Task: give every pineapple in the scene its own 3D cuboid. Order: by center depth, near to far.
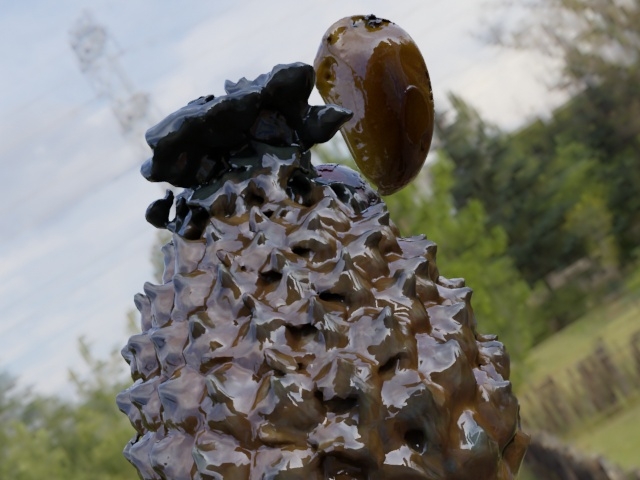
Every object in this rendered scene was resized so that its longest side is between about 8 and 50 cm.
[{"bbox_3d":[-0.023,0.024,0.911,0.223,0.357,0.223,-12,-32,-7],"label":"pineapple"}]

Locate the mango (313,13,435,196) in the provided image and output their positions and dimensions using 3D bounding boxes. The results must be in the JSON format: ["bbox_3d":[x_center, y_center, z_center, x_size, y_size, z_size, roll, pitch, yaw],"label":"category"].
[{"bbox_3d":[0.042,-0.095,1.083,0.077,0.127,0.063,-12,8,34],"label":"mango"}]

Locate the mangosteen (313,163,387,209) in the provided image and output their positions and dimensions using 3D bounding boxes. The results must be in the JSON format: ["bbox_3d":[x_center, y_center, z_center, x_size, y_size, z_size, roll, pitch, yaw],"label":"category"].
[{"bbox_3d":[0.000,0.000,1.863,0.180,0.166,0.166,-47,-3,-5],"label":"mangosteen"}]
